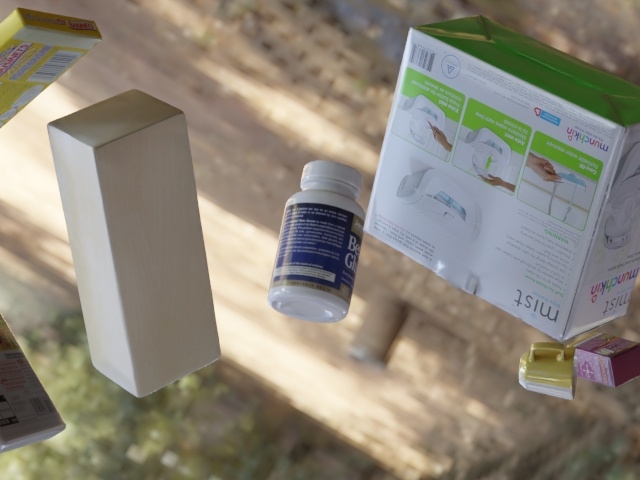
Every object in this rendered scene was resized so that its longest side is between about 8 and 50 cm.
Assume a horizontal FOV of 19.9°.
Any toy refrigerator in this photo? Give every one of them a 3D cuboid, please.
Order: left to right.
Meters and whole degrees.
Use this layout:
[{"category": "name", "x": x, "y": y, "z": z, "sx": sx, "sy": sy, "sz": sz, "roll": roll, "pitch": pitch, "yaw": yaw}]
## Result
[{"category": "toy refrigerator", "x": -0.177, "y": 0.002, "z": 1.733, "sx": 0.094, "sy": 0.102, "sz": 0.269, "roll": 28, "pitch": 134, "yaw": 45}]

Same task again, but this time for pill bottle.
[{"category": "pill bottle", "x": 0.000, "y": 0.000, "z": 2.059, "sx": 0.094, "sy": 0.169, "sz": 0.094, "roll": 10, "pitch": 161, "yaw": 3}]

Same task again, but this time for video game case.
[{"category": "video game case", "x": -0.293, "y": 0.079, "z": 1.503, "sx": 0.206, "sy": 0.026, "sz": 0.227, "roll": 59, "pitch": -177, "yaw": 4}]

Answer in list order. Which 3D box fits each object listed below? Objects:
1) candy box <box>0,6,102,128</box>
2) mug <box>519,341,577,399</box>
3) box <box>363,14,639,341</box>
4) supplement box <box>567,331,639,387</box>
[{"category": "candy box", "x": -0.306, "y": -0.143, "z": 1.693, "sx": 0.105, "sy": 0.206, "sz": 0.027, "roll": 5, "pitch": -125, "yaw": -54}, {"category": "mug", "x": 0.266, "y": 0.146, "z": 2.127, "sx": 0.064, "sy": 0.078, "sz": 0.062, "roll": 4, "pitch": -160, "yaw": 14}, {"category": "box", "x": 0.193, "y": -0.065, "z": 1.787, "sx": 0.262, "sy": 0.231, "sz": 0.127, "roll": 29, "pitch": -150, "yaw": 33}, {"category": "supplement box", "x": 0.360, "y": 0.150, "z": 2.298, "sx": 0.083, "sy": 0.055, "sz": 0.043, "roll": 15, "pitch": 121, "yaw": 57}]
